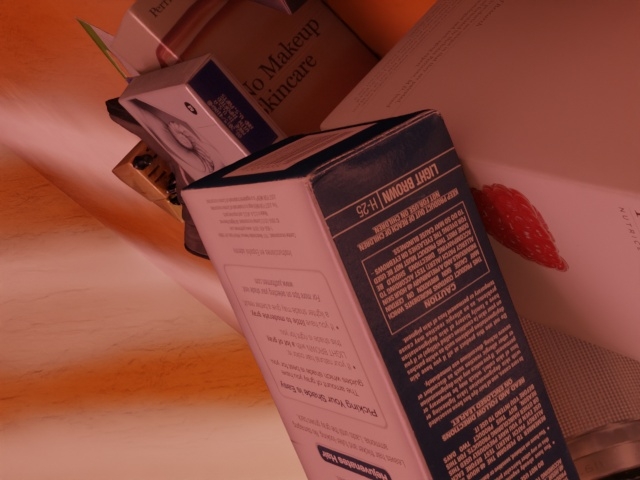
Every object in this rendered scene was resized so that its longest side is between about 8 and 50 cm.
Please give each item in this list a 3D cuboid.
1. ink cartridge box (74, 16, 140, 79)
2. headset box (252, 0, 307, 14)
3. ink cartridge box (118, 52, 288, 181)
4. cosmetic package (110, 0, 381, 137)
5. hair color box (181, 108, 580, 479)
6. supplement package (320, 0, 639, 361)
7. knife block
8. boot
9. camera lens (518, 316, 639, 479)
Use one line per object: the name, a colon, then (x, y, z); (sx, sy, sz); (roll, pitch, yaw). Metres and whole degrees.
ink cartridge box: (-0.169, -0.217, 1.198); (0.255, 0.097, 0.188); (30, 163, 47)
headset box: (-0.105, -0.305, 0.728); (0.293, 0.110, 0.218); (29, 162, 40)
ink cartridge box: (-0.087, -0.070, 0.916); (0.223, 0.045, 0.224); (47, 161, -23)
cosmetic package: (-0.041, -0.150, 0.954); (0.296, 0.153, 0.129); (42, 164, -11)
hair color box: (0.051, 0.100, 0.634); (0.174, 0.105, 0.347); (1, 117, 60)
supplement package: (0.176, -0.052, 0.625); (0.293, 0.175, 0.177); (20, 153, 54)
knife block: (-0.308, -0.149, 1.780); (0.276, 0.088, 0.242); (33, 163, 29)
boot: (-0.199, -0.090, 1.423); (0.338, 0.118, 0.222); (28, 130, 46)
camera lens: (0.205, 0.136, 0.836); (0.219, 0.220, 0.274); (57, -167, -49)
